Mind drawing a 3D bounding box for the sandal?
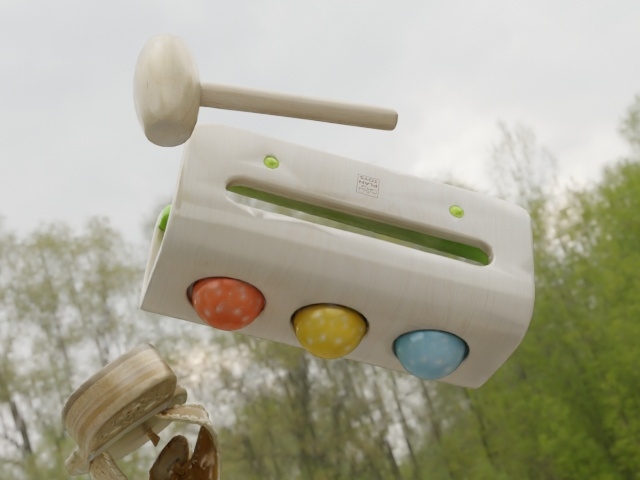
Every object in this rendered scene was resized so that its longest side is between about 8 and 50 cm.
[{"bbox_3d":[-0.096,0.130,0.711,0.088,0.079,0.240,-36,-12,-14],"label":"sandal"}]

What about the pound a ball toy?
[{"bbox_3d":[0.000,0.000,0.882,0.319,0.135,0.208,14,-36,-12],"label":"pound a ball toy"}]
